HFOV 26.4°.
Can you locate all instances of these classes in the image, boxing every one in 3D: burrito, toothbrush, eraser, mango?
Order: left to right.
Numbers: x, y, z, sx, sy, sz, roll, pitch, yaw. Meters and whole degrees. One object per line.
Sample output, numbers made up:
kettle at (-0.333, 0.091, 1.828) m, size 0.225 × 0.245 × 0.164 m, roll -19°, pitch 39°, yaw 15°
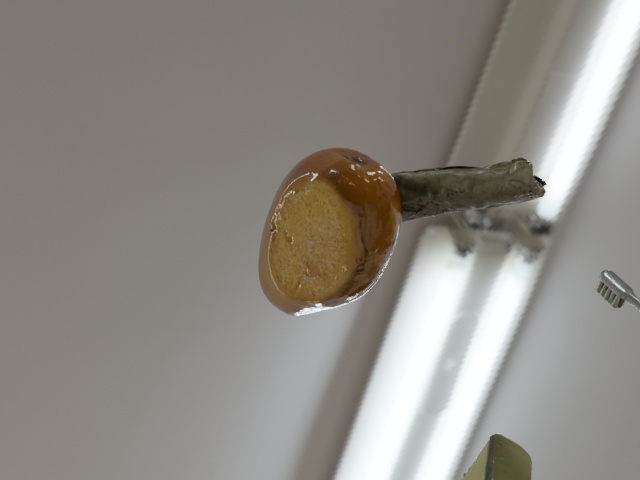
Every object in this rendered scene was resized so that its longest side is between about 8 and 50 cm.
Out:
mango at (0.005, -0.001, 1.283) m, size 0.102 × 0.141 × 0.217 m, roll -14°, pitch -23°, yaw -36°
burrito at (0.126, -0.048, 1.296) m, size 0.171 × 0.042 × 0.051 m, roll -4°, pitch -41°, yaw 24°
eraser at (0.169, 0.310, 1.503) m, size 0.058 × 0.117 × 0.172 m, roll 28°, pitch -62°, yaw -3°
toothbrush at (0.427, 0.144, 1.532) m, size 0.025 × 0.342 × 0.030 m, roll -12°, pitch -47°, yaw -34°
